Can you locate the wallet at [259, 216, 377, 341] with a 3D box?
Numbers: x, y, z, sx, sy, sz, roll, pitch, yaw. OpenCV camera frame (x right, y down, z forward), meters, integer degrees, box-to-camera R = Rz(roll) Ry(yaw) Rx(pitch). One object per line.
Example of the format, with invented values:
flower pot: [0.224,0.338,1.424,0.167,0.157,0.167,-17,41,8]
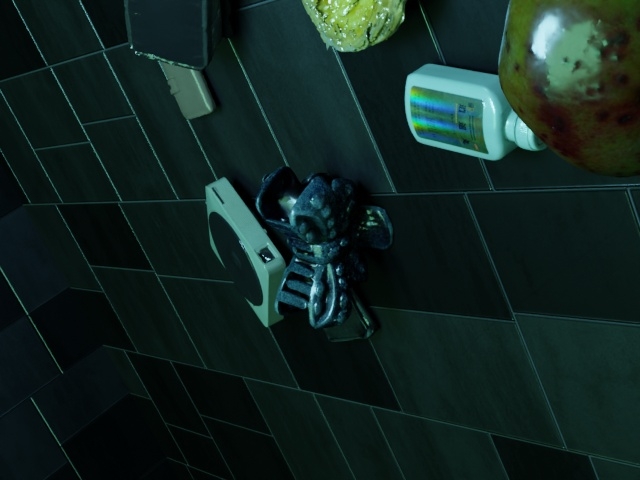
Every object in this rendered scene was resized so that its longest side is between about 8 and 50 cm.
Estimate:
wallet: [-0.004,0.071,2.036,0.318,0.045,0.172,59,151,-11]

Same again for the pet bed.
pet bed: [-0.253,-0.440,1.768,0.183,0.159,0.211,14,140,9]

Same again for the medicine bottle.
medicine bottle: [0.234,-0.184,1.442,0.229,0.083,0.121,19,133,41]

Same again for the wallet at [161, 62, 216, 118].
wallet: [-0.270,-0.325,1.997,0.118,0.039,0.152,-2,116,51]

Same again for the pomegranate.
pomegranate: [0.351,-0.228,1.141,0.291,0.323,0.290,7,116,14]

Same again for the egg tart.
egg tart: [0.058,-0.394,1.457,0.232,0.098,0.252,49,145,18]

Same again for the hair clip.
hair clip: [0.004,0.000,1.809,0.194,0.206,0.310,18,130,35]

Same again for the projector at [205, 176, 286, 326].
projector: [-0.155,0.025,2.117,0.257,0.079,0.259,54,159,25]
